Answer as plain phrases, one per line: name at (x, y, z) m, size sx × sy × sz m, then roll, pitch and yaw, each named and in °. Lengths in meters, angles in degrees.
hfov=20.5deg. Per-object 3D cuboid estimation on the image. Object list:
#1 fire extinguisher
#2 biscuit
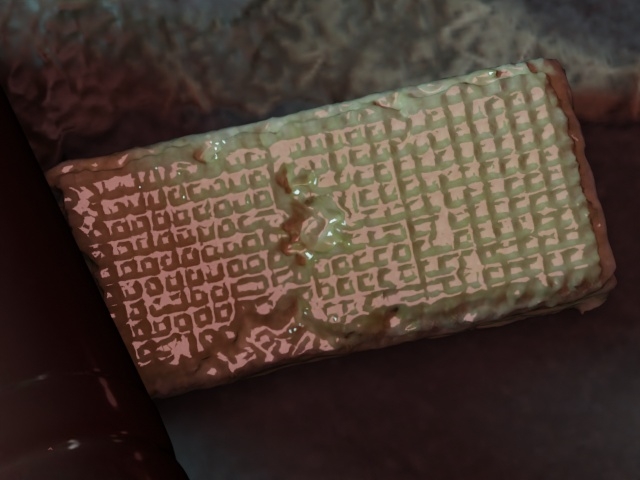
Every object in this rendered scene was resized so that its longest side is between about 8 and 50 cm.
fire extinguisher at (-0.167, -0.001, 0.685) m, size 0.135 × 0.114 × 0.337 m, roll -13°, pitch 56°, yaw -25°
biscuit at (0.000, 0.000, 0.743) m, size 0.239 × 0.062 × 0.108 m, roll -13°, pitch 82°, yaw -2°
